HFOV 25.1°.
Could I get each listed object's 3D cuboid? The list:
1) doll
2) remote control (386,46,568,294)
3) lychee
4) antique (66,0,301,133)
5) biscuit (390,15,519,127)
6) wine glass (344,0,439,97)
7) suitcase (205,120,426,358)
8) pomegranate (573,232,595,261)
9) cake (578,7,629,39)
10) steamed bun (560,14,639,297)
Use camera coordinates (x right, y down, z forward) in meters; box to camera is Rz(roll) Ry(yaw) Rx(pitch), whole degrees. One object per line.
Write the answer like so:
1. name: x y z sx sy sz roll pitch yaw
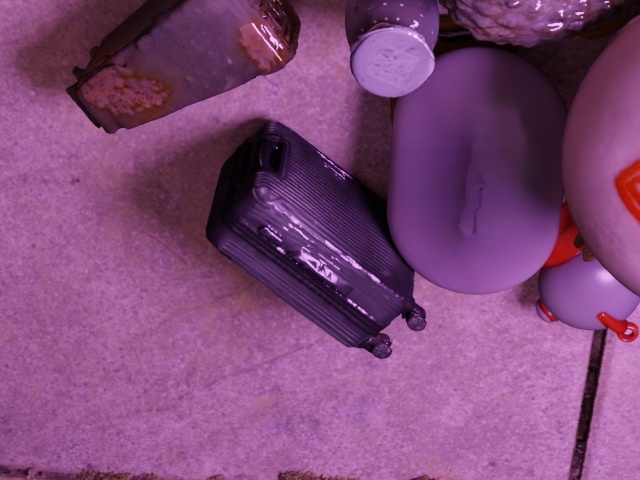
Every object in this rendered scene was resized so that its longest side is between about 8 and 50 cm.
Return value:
1. doll: 0.332 0.010 1.925 0.200 0.105 0.336 -32 109 23
2. remote control: 0.194 -0.082 1.799 0.221 0.103 0.332 9 115 13
3. lychee: 0.234 -0.342 1.585 0.274 0.255 0.255 -4 125 7
4. antique: -0.181 -0.236 1.781 0.284 0.125 0.150 -26 118 22
5. biscuit: 0.164 -0.203 1.822 0.174 0.039 0.183 -2 126 5
6. wine glass: 0.084 -0.260 1.685 0.111 0.204 0.111 1 130 1
7. suitcase: 0.000 0.000 1.884 0.312 0.202 0.128 38 121 -20
8. pomegranate: 0.414 -0.090 1.754 0.236 0.236 0.301 20 110 -8
9. cake: 0.330 -0.286 1.739 0.084 0.044 0.084 4 128 5
10. steamed bun: 0.448 -0.080 1.515 0.374 0.241 0.374 -1 107 -4
